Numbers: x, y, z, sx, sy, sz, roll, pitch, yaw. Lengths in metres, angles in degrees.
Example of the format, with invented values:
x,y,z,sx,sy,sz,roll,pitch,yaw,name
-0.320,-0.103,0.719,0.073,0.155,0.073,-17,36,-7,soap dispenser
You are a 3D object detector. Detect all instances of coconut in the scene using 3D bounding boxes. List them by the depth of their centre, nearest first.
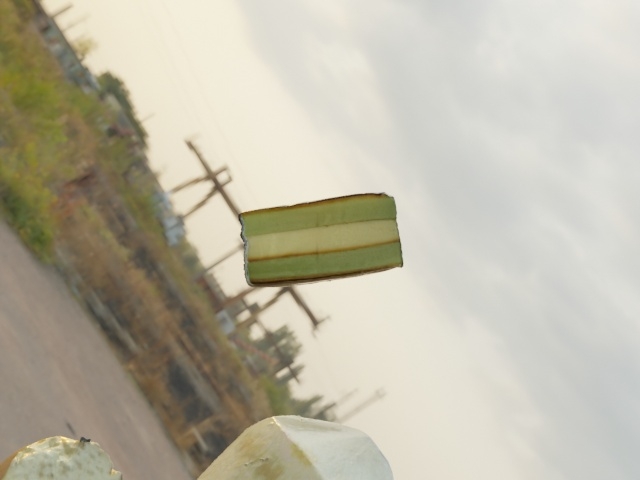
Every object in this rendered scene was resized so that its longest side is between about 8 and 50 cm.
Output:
x,y,z,sx,sy,sz,roll,pitch,yaw,name
-0.020,0.298,1.111,0.241,0.241,0.241,56,-8,12,coconut

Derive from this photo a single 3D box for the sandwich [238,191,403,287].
x,y,z,sx,sy,sz,roll,pitch,yaw,name
0.000,0.000,1.435,0.187,0.144,0.117,-11,-95,51,sandwich

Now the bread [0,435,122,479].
x,y,z,sx,sy,sz,roll,pitch,yaw,name
-0.394,0.394,1.500,0.184,0.211,0.224,30,9,-21,bread
